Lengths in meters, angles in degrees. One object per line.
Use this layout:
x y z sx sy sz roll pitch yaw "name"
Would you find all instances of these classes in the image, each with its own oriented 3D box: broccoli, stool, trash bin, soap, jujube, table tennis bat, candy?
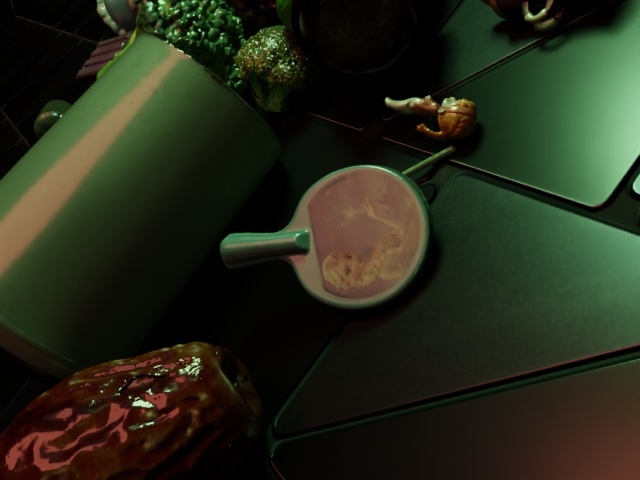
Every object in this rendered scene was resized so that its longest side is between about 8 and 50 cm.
-0.060 -0.247 0.961 0.131 0.120 0.130 10 25 12 "broccoli"
-0.635 -0.285 1.610 0.096 0.096 0.110 -38 35 16 "stool"
-0.235 -0.291 1.066 0.245 0.288 0.248 -41 66 16 "broccoli"
-0.274 -0.025 0.862 0.432 0.280 0.280 -52 36 -7 "trash bin"
-0.504 -0.432 1.618 0.203 0.065 0.122 10 67 50 "soap"
-0.198 0.210 0.647 0.290 0.197 0.197 -31 38 1 "jujube"
0.000 0.000 0.686 0.237 0.038 0.149 -6 79 26 "table tennis bat"
0.059 -0.053 0.725 0.194 0.062 0.058 -27 44 14 "candy"

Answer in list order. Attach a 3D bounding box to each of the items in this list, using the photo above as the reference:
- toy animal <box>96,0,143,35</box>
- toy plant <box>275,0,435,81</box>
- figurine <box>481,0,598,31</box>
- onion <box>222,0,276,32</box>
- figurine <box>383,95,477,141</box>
-0.440 -0.607 1.628 0.204 0.156 0.208 -13 54 44 "toy animal"
0.044 -0.297 0.839 0.218 0.175 0.235 -7 32 8 "toy plant"
0.233 -0.271 0.711 0.154 0.082 0.098 4 82 48 "figurine"
-0.085 -0.521 1.138 0.281 0.221 0.280 -2 86 38 "onion"
0.118 -0.135 0.721 0.109 0.064 0.047 22 100 38 "figurine"
